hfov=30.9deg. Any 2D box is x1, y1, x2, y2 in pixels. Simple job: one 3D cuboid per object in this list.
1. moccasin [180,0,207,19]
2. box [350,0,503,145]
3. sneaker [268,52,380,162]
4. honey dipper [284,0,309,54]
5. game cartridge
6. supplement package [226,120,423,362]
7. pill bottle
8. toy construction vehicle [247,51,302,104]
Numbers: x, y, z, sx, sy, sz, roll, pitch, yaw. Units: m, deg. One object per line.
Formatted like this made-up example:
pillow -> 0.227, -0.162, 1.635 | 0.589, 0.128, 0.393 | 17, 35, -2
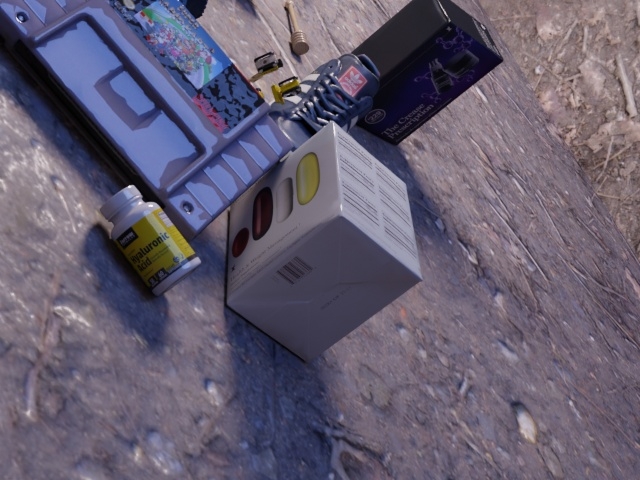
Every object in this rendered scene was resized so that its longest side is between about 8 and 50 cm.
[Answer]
moccasin -> -0.207, -0.471, 1.777 | 0.117, 0.137, 0.342 | 7, 52, -33
box -> 0.165, -0.308, 2.082 | 0.184, 0.261, 0.103 | 24, 37, -45
sneaker -> 0.011, -0.215, 1.824 | 0.131, 0.148, 0.350 | 47, 25, -11
honey dipper -> -0.047, -0.394, 2.112 | 0.030, 0.030, 0.160 | 33, 28, -35
game cartridge -> -0.210, -0.192, 1.422 | 0.355, 0.068, 0.230 | 49, 52, -6
supplement package -> 0.000, 0.000, 1.456 | 0.149, 0.194, 0.203 | 39, 27, -28
pill bottle -> -0.191, -0.002, 1.283 | 0.116, 0.065, 0.065 | 52, 24, 2
toy construction vehicle -> -0.080, -0.236, 1.764 | 0.085, 0.098, 0.035 | 70, 10, 26
